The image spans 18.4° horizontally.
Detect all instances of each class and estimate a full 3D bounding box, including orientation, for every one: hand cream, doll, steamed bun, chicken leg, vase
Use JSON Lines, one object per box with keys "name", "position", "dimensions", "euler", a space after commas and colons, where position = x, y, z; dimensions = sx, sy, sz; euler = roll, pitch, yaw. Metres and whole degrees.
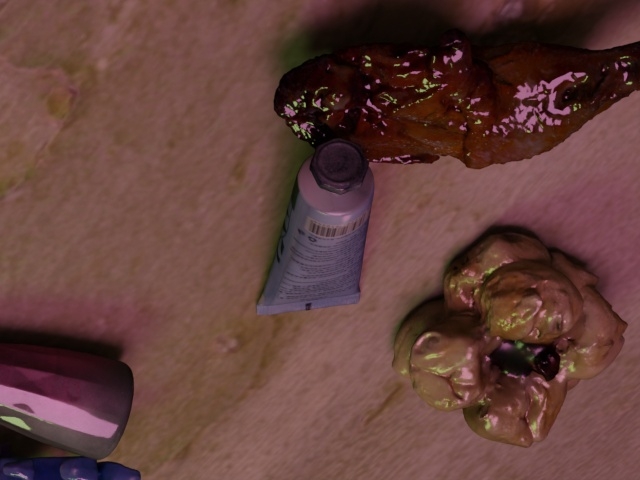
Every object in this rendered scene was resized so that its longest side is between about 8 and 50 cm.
{"name": "hand cream", "position": [0.000, 0.000, 1.580], "dimensions": [0.091, 0.058, 0.271], "euler": [-9, 156, -10]}
{"name": "doll", "position": [-0.259, 0.209, 1.717], "dimensions": [0.206, 0.067, 0.110], "euler": [-4, 158, 9]}
{"name": "steamed bun", "position": [0.172, 0.099, 1.714], "dimensions": [0.192, 0.106, 0.177], "euler": [28, 121, -35]}
{"name": "chicken leg", "position": [0.126, -0.118, 1.497], "dimensions": [0.322, 0.083, 0.177], "euler": [1, 160, -14]}
{"name": "vase", "position": [-0.267, 0.116, 1.638], "dimensions": [0.214, 0.086, 0.086], "euler": [18, 125, -22]}
